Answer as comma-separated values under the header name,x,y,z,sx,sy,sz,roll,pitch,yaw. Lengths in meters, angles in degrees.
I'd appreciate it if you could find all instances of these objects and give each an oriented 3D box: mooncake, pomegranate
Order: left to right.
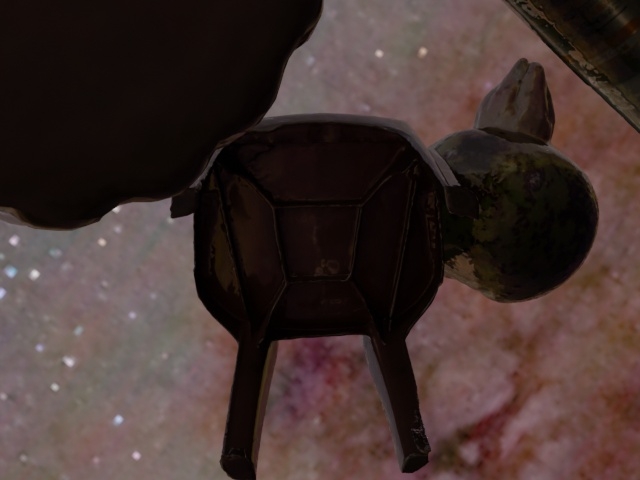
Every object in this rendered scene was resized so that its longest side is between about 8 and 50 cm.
name,x,y,z,sx,sy,sz,roll,pitch,yaw
mooncake,-0.112,-0.116,0.582,0.228,0.228,0.124,-52,6,-8
pomegranate,0.122,-0.036,1.024,0.138,0.163,0.125,17,-38,-22

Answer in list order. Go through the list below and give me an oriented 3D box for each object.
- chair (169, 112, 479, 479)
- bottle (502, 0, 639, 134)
name,x,y,z,sx,sy,sz,roll,pitch,yaw
chair,0.000,0.000,0.965,0.326,0.175,0.183,-98,7,-69
bottle,0.117,-0.152,0.742,0.286,0.082,0.082,41,-98,-19
